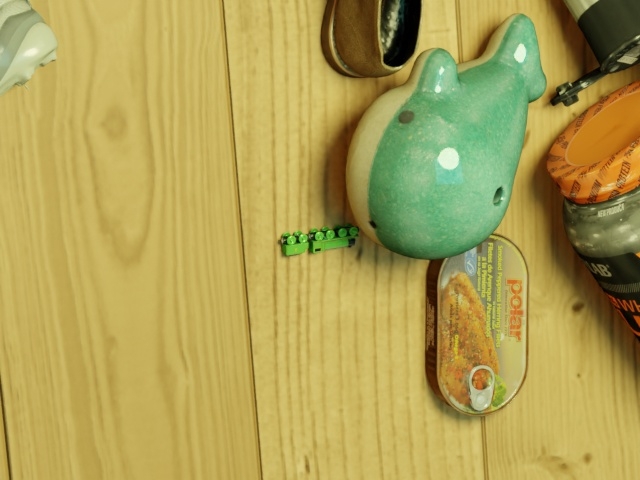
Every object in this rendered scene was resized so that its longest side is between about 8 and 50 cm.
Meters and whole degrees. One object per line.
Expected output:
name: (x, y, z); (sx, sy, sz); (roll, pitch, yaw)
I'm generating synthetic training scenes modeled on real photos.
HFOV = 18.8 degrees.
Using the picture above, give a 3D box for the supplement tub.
supplement tub: (0.385, 0.012, 1.955); (0.207, 0.207, 0.338); (-42, 110, -13)

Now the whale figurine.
whale figurine: (0.148, -0.097, 1.863); (0.272, 0.141, 0.216); (-45, 139, -25)

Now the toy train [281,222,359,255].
toy train: (0.000, 0.000, 1.891); (0.083, 0.017, 0.023); (-8, 110, -22)

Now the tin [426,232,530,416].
tin: (0.160, 0.083, 1.962); (0.106, 0.040, 0.189); (-2, 98, -19)

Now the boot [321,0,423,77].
boot: (0.071, -0.305, 1.827); (0.112, 0.115, 0.305); (2, 95, -20)

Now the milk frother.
milk frother: (0.263, -0.224, 1.934); (0.143, 0.129, 0.134); (-30, 74, 10)

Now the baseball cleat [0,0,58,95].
baseball cleat: (-0.335, -0.145, 1.708); (0.206, 0.072, 0.109); (-39, 97, -19)
